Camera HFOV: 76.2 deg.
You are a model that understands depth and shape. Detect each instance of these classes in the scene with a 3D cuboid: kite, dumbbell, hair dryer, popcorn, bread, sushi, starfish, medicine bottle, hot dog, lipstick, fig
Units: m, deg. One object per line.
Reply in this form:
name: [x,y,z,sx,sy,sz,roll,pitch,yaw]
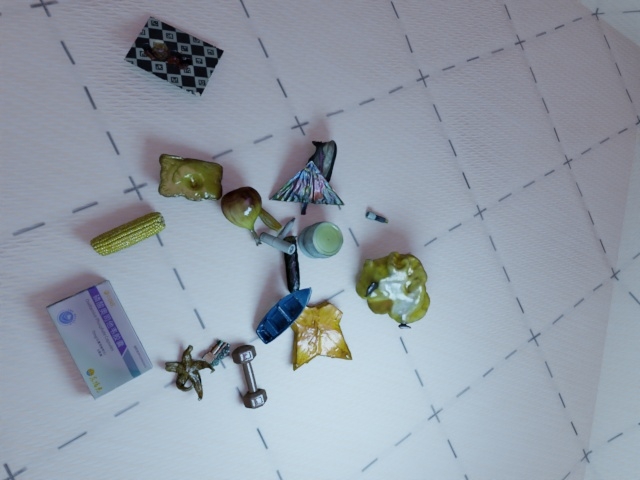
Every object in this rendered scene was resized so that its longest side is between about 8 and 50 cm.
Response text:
kite: [-0.044,-0.211,1.656,0.321,0.016,0.234,2,115,-13]
dumbbell: [-0.265,0.507,1.525,0.092,0.082,0.231,-14,90,-22]
hair dryer: [-0.127,-0.033,1.618,0.183,0.155,0.044,-45,145,-32]
popcorn: [0.296,0.188,1.698,0.297,0.281,0.316,-9,121,14]
bread: [-0.481,-0.225,1.515,0.233,0.088,0.160,6,88,-23]
sushi: [-0.550,-0.684,1.551,0.290,0.050,0.264,21,64,-15]
starfish: [-0.455,0.473,1.455,0.146,0.074,0.190,-31,94,-10]
medicine bottle: [0.000,0.000,1.642,0.147,0.143,0.147,2,84,-26]
hot dog: [-0.206,-0.081,1.610,0.137,0.028,0.044,40,75,13]
lipstick: [0.256,-0.097,1.807,0.116,0.037,0.037,18,79,-23]
fig: [-0.291,-0.090,1.541,0.143,0.160,0.230,-3,88,-65]

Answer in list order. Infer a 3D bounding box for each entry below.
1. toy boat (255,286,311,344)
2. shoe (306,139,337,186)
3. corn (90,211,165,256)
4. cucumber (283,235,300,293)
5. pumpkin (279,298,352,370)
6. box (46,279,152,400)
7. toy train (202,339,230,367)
toy boat: [-0.125,0.270,1.528,0.299,0.062,0.096,-47,74,19]
shoe: [-0.005,-0.315,1.704,0.112,0.099,0.227,19,98,13]
corn: [-0.665,-0.023,1.426,0.248,0.081,0.081,-29,95,-22]
cucumber: [-0.112,0.102,1.631,0.067,0.067,0.245,-5,85,-21]
pumpkin: [-0.019,0.355,1.627,0.258,0.095,0.290,-8,85,-16]
box: [-0.735,0.328,1.373,0.200,0.065,0.343,-27,95,-20]
toy train: [-0.383,0.417,1.513,0.064,0.044,0.103,41,72,-2]
